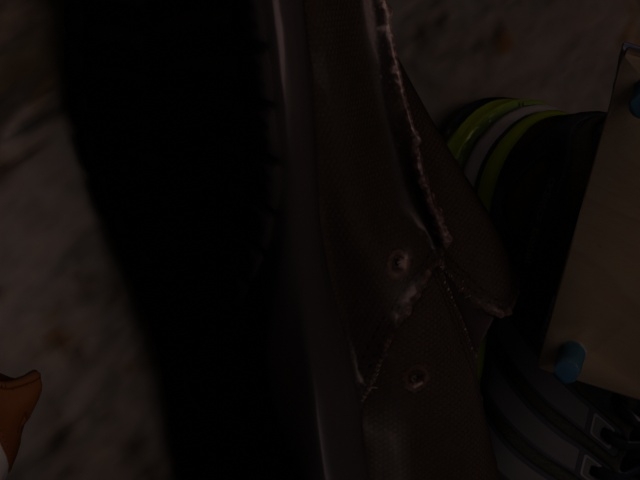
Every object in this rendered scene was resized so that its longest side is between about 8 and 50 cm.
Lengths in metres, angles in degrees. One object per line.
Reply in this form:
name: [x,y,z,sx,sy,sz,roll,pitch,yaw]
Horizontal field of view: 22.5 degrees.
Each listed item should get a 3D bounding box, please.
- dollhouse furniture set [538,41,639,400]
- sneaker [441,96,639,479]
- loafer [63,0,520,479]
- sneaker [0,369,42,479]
dollhouse furniture set: [0.166,-0.070,0.621,0.198,0.286,0.303,-51,153,-64]
sneaker: [0.118,0.084,0.695,0.111,0.121,0.300,-11,96,-32]
loafer: [0.000,0.000,0.625,0.130,0.134,0.366,-21,112,-36]
sneaker: [-0.204,-0.006,0.504,0.290,0.106,0.123,51,55,-32]
